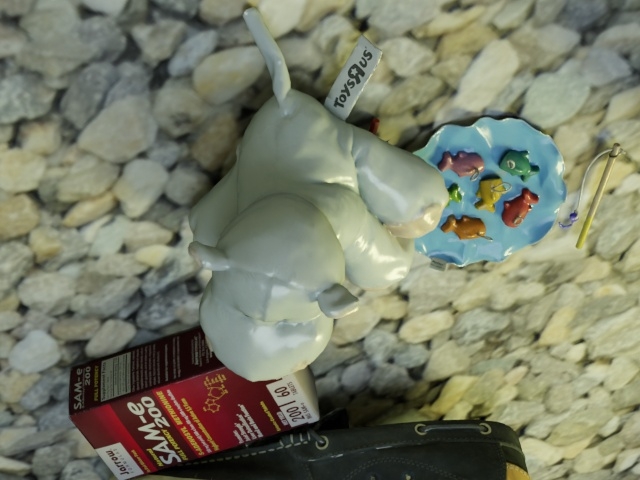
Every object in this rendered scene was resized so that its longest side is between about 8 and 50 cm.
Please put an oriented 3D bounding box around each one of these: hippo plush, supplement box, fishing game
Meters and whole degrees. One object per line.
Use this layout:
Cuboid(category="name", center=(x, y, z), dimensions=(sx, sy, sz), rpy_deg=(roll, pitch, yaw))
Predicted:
Cuboid(category="hippo plush", center=(0.000, 0.000, 1.258), dimensions=(0.234, 0.237, 0.294), rpy_deg=(14, 130, -8))
Cuboid(category="supplement box", center=(-0.136, 0.167, 1.520), dimensions=(0.239, 0.073, 0.130), rpy_deg=(-19, 132, 10))
Cuboid(category="fishing game", center=(0.157, -0.039, 1.398), dimensions=(0.264, 0.041, 0.189), rpy_deg=(7, 129, -13))

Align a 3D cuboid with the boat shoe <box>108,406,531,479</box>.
Cuboid(category="boat shoe", center=(0.000, 0.282, 1.596), dimensions=(0.500, 0.156, 0.187), rpy_deg=(-3, 140, 11))
